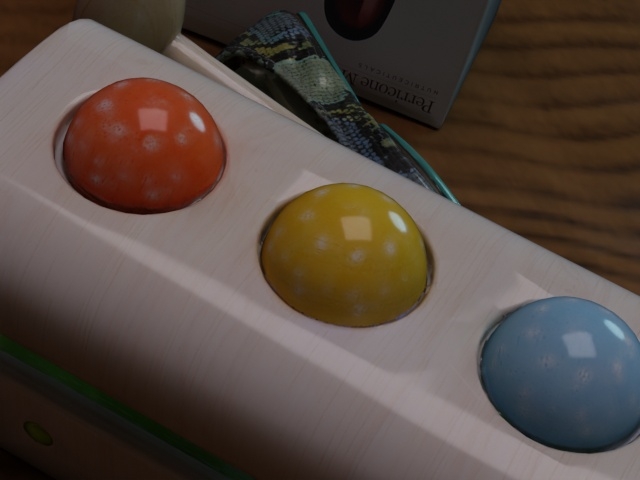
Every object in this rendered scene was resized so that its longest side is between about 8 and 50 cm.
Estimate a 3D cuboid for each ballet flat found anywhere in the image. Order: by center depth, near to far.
[{"bbox_3d":[0.003,-0.035,0.741,0.070,0.070,0.188,-5,39,-30],"label":"ballet flat"}]

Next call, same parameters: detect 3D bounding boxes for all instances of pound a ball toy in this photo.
[{"bbox_3d":[0.000,0.000,0.578,0.319,0.136,0.208,29,50,13],"label":"pound a ball toy"}]

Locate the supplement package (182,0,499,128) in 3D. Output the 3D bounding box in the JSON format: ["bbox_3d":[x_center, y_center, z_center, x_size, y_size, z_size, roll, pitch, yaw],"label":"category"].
[{"bbox_3d":[0.021,-0.205,0.847,0.194,0.203,0.149,21,35,5],"label":"supplement package"}]
